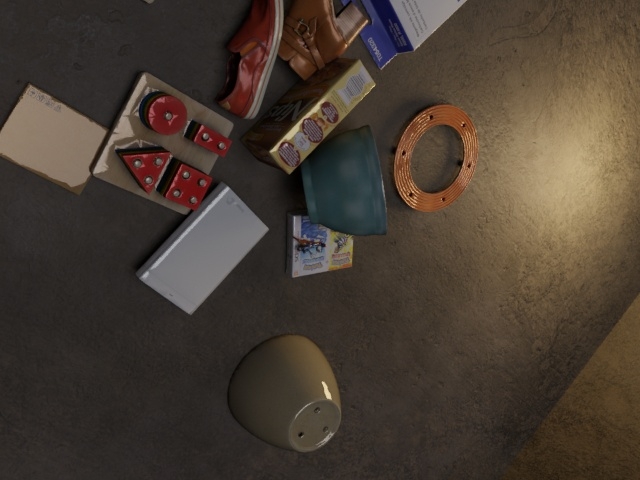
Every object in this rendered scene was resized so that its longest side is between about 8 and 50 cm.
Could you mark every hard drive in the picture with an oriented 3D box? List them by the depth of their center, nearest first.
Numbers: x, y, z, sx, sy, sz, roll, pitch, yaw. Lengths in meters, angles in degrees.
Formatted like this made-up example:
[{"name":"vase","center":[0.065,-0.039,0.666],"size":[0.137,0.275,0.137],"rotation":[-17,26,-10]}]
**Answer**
[{"name":"hard drive","center":[-0.293,0.025,1.476],"size":[0.307,0.040,0.203],"rotation":[-48,137,-7]}]

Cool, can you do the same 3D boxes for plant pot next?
[{"name":"plant pot","center":[0.053,-0.143,1.524],"size":[0.196,0.293,0.293],"rotation":[-9,115,1]}]

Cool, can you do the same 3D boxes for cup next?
[{"name":"cup","center":[-0.073,0.473,1.681],"size":[0.331,0.237,0.331],"rotation":[-11,113,-27]}]

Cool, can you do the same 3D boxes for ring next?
[{"name":"ring","center":[0.357,-0.254,1.797],"size":[0.337,0.032,0.336],"rotation":[-11,114,-27]}]

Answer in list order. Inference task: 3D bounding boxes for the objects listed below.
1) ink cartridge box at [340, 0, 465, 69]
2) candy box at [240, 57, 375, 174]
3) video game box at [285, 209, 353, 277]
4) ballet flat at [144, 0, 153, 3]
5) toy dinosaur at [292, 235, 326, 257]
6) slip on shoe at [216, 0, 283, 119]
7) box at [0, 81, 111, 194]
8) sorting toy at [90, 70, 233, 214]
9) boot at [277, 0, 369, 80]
[{"name":"ink cartridge box","center":[0.213,-0.681,1.524],"size":[0.330,0.071,0.324],"rotation":[-46,125,-10]},{"name":"candy box","center":[-0.035,-0.318,1.436],"size":[0.316,0.183,0.087],"rotation":[-47,124,-9]},{"name":"video game box","center":[0.000,0.000,1.663],"size":[0.205,0.048,0.187],"rotation":[-9,115,-28]},{"name":"ballet flat","center":[-0.366,-0.588,1.211],"size":[0.057,0.052,0.168],"rotation":[-9,113,-29]},{"name":"toy dinosaur","center":[-0.023,0.011,1.602],"size":[0.082,0.047,0.090],"rotation":[-33,112,-37]},{"name":"slip on shoe","center":[-0.165,-0.453,1.352],"size":[0.101,0.123,0.331],"rotation":[9,108,-30]},{"name":"box","center":[-0.572,-0.214,1.245],"size":[0.201,0.021,0.164],"rotation":[31,90,-36]},{"name":"sorting toy","center":[-0.346,-0.208,1.331],"size":[0.255,0.089,0.257],"rotation":[25,94,-41]},{"name":"boot","center":[-0.050,-0.553,1.399],"size":[0.220,0.109,0.283],"rotation":[-40,109,16]}]
